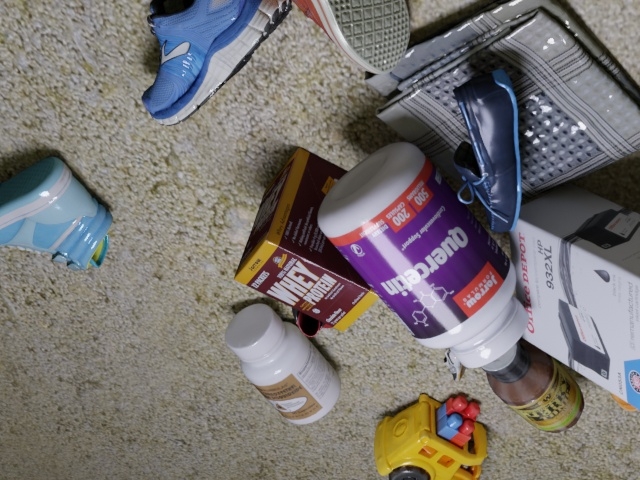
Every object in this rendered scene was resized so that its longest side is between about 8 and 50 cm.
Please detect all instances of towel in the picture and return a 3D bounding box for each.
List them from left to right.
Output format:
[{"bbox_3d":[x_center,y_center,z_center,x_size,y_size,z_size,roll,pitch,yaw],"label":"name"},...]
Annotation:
[{"bbox_3d":[0.260,-0.181,1.737,0.312,0.056,0.324,-24,126,41],"label":"towel"}]

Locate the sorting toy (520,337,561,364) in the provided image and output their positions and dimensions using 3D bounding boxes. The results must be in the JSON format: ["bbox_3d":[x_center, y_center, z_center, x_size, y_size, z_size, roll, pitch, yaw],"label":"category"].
[{"bbox_3d":[0.423,0.118,2.064,0.196,0.047,0.348,28,142,-22],"label":"sorting toy"}]

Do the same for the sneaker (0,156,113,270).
[{"bbox_3d":[-0.489,-0.006,2.175,0.319,0.127,0.208,-19,129,38],"label":"sneaker"}]

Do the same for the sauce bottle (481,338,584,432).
[{"bbox_3d":[0.331,0.224,2.037,0.111,0.111,0.344,-6,158,26],"label":"sauce bottle"}]

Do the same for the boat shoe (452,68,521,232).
[{"bbox_3d":[0.220,-0.120,1.723,0.089,0.109,0.258,-11,125,-1],"label":"boat shoe"}]

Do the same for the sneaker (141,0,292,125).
[{"bbox_3d":[-0.170,-0.279,1.738,0.147,0.130,0.330,44,140,-5],"label":"sneaker"}]

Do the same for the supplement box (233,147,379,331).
[{"bbox_3d":[0.000,0.000,1.947,0.194,0.191,0.129,27,142,-12],"label":"supplement box"}]

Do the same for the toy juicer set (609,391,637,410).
[{"bbox_3d":[0.643,0.270,2.137,0.329,0.089,0.209,11,142,6],"label":"toy juicer set"}]

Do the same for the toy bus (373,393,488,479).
[{"bbox_3d":[0.244,0.389,2.409,0.220,0.149,0.211,31,124,-22],"label":"toy bus"}]

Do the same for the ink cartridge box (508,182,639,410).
[{"bbox_3d":[0.411,0.081,1.775,0.307,0.129,0.223,33,141,53],"label":"ink cartridge box"}]

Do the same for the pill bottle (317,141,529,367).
[{"bbox_3d":[0.156,0.027,1.819,0.181,0.181,0.323,-27,111,42],"label":"pill bottle"}]

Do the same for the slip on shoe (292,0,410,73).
[{"bbox_3d":[0.000,-0.337,1.608,0.331,0.123,0.101,41,168,-35],"label":"slip on shoe"}]

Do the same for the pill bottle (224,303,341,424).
[{"bbox_3d":[-0.071,0.222,2.303,0.131,0.131,0.229,-11,135,31],"label":"pill bottle"}]

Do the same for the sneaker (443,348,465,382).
[{"bbox_3d":[0.240,0.221,2.276,0.037,0.032,0.083,17,140,22],"label":"sneaker"}]

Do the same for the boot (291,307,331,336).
[{"bbox_3d":[-0.007,0.114,2.107,0.088,0.176,0.244,8,143,7],"label":"boot"}]
